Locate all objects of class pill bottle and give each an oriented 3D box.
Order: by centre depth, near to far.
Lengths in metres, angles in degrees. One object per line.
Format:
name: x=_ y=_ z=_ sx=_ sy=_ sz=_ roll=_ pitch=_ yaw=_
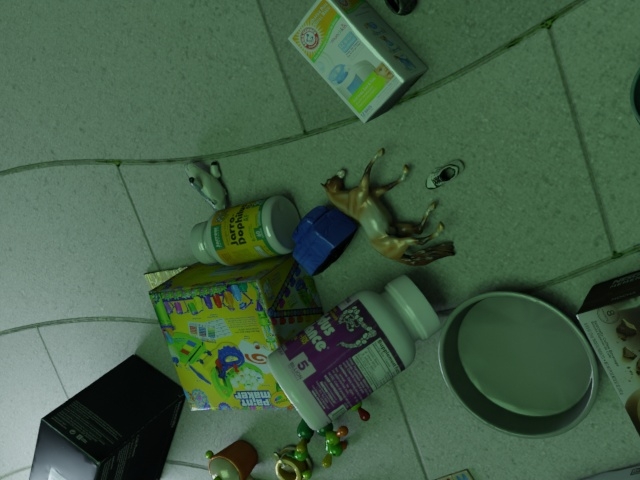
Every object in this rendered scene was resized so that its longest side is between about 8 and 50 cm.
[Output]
pill bottle: x=0.065 y=0.195 z=1.588 sx=0.301 sy=0.169 sz=0.169 roll=-35 pitch=90 yaw=-5
pill bottle: x=-0.153 y=-0.013 z=1.730 sx=0.208 sy=0.117 sz=0.118 roll=-12 pitch=104 yaw=31

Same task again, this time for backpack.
backpack: x=0.000 y=0.000 z=1.666 sx=0.101 sy=0.098 sz=0.120 roll=45 pitch=139 yaw=13

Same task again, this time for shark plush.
shark plush: x=-0.222 y=-0.097 z=1.804 sx=0.161 sy=0.073 sz=0.067 roll=50 pitch=150 yaw=-22

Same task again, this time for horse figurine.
horse figurine: x=0.124 y=-0.045 z=1.587 sx=0.263 sy=0.066 sz=0.174 roll=51 pitch=126 yaw=3

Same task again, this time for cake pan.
cake pan: x=0.356 y=0.217 z=1.566 sx=0.293 sy=0.054 sz=0.293 roll=13 pitch=117 yaw=26

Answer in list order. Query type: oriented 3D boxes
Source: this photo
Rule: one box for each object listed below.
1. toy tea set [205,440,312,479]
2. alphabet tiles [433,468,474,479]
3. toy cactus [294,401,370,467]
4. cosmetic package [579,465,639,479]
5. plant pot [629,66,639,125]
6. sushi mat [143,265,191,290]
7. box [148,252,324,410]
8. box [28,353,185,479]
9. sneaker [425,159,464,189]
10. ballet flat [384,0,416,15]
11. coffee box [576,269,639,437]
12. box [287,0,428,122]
toy tea set: x=-0.117 y=0.567 z=1.964 sx=0.336 sy=0.124 sz=0.200 roll=-3 pitch=109 yaw=32
alphabet tiles: x=0.266 y=0.590 z=1.813 sx=0.237 sy=0.009 sz=0.198 roll=-32 pitch=92 yaw=36
toy cactus: x=0.006 y=0.369 z=1.836 sx=0.180 sy=0.112 sz=0.219 roll=56 pitch=132 yaw=23
cosmetic package: x=0.579 y=0.607 z=1.536 sx=0.217 sy=0.156 sz=0.385 roll=-33 pitch=93 yaw=39
plant pot: x=0.584 y=-0.153 z=1.150 sx=0.293 sy=0.293 sz=0.196 roll=-7 pitch=133 yaw=34
sushi mat: x=-0.295 y=0.210 z=1.984 sx=0.151 sy=0.019 sz=0.317 roll=-12 pitch=104 yaw=34
box: x=-0.155 y=0.188 z=1.789 sx=0.290 sy=0.177 sz=0.279 roll=-7 pitch=106 yaw=33
box: x=-0.511 y=0.504 z=2.062 sx=0.179 sy=0.312 sz=0.343 roll=32 pitch=123 yaw=16
sneaker: x=0.211 y=-0.113 z=1.522 sx=0.083 sy=0.037 sz=0.032 roll=-36 pitch=91 yaw=38
ballet flat: x=0.101 y=-0.448 z=1.434 sx=0.057 sy=0.049 sz=0.173 roll=-35 pitch=90 yaw=36
coffee box: x=0.560 y=0.197 z=1.391 sx=0.168 sy=0.119 sz=0.297 roll=-24 pitch=97 yaw=37
box: x=0.063 y=-0.319 z=1.481 sx=0.203 sy=0.103 sz=0.114 roll=49 pitch=126 yaw=4
